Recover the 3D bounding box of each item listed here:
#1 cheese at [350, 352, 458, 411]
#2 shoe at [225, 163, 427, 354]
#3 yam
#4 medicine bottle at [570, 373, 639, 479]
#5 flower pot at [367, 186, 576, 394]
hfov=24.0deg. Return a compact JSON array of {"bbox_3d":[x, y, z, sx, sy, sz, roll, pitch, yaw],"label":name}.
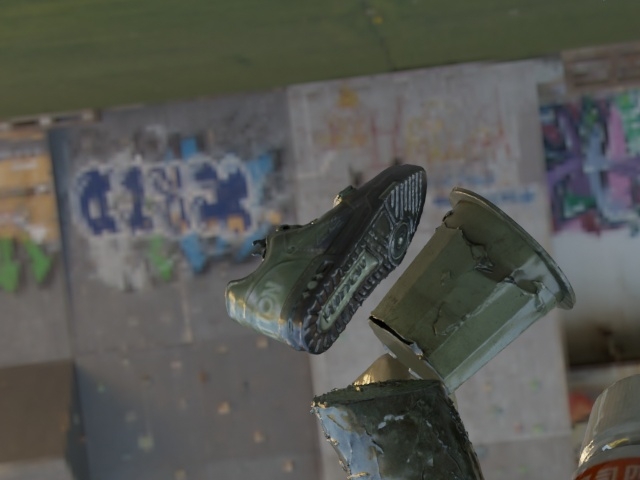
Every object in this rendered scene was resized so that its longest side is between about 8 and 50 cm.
[{"bbox_3d":[0.102,0.256,2.079,0.117,0.235,0.218,9,-172,-19],"label":"cheese"},{"bbox_3d":[0.000,0.002,1.697,0.149,0.109,0.293,13,-134,28],"label":"shoe"},{"bbox_3d":[0.105,0.262,1.699,0.154,0.254,0.154,-26,174,-3],"label":"yam"},{"bbox_3d":[0.357,0.336,1.622,0.211,0.211,0.371,-6,-143,26],"label":"medicine bottle"},{"bbox_3d":[0.174,0.072,1.863,0.202,0.212,0.212,-44,-169,-12],"label":"flower pot"}]
